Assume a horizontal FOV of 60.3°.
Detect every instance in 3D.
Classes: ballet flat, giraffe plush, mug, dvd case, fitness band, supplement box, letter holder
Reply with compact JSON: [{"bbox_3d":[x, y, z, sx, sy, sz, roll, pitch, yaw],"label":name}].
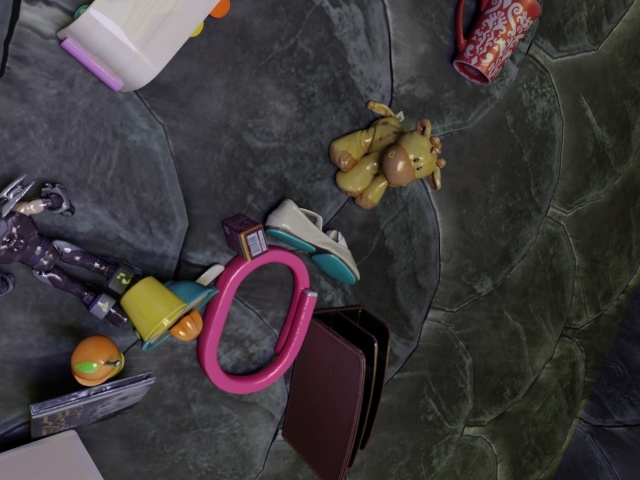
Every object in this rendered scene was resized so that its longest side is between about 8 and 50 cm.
[{"bbox_3d":[0.000,0.000,1.057,0.248,0.086,0.086,36,85,-38],"label":"ballet flat"},{"bbox_3d":[0.145,-0.154,1.034,0.181,0.170,0.210,39,84,-38],"label":"giraffe plush"},{"bbox_3d":[0.338,-0.423,1.128,0.169,0.150,0.113,-59,166,4],"label":"mug"},{"bbox_3d":[-0.353,0.259,0.845,0.164,0.018,0.221,-11,157,-32],"label":"dvd case"},{"bbox_3d":[-0.118,0.152,1.043,0.208,0.054,0.291,13,99,-38],"label":"fitness band"},{"bbox_3d":[-0.131,-0.006,0.951,0.043,0.083,0.055,-27,122,-25],"label":"supplement box"},{"bbox_3d":[0.058,0.317,1.129,0.151,0.214,0.302,-1,108,-35],"label":"letter holder"}]

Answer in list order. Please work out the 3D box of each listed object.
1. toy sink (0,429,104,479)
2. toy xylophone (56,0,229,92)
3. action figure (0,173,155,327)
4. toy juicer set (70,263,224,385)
[{"bbox_3d":[-0.458,0.407,0.796,0.234,0.131,0.153,-6,128,-49],"label":"toy sink"},{"bbox_3d":[-0.227,-0.370,0.741,0.323,0.081,0.236,-46,128,-12],"label":"toy xylophone"},{"bbox_3d":[-0.384,0.026,0.782,0.185,0.099,0.285,-50,125,0],"label":"action figure"},{"bbox_3d":[-0.243,0.138,0.831,0.209,0.329,0.089,-44,88,5],"label":"toy juicer set"}]
